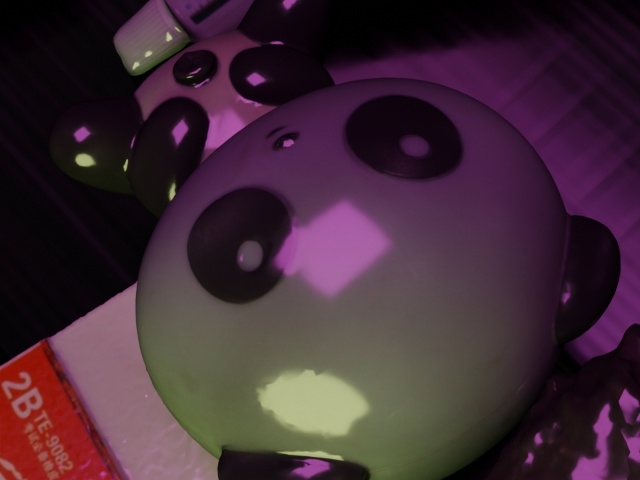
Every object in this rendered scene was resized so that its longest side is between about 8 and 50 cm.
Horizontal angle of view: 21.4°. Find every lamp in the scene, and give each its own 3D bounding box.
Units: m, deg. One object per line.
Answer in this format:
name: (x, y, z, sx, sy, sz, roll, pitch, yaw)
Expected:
lamp: (0.000, 0.000, 0.755, 0.197, 0.198, 0.244, -36, 57, -6)

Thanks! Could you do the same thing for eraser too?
eraser: (-0.141, 0.142, 0.792, 0.230, 0.038, 0.157, -32, 65, -3)

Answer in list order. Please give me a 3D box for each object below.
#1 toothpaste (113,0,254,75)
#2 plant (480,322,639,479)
toothpaste: (0.044, -0.198, 0.824, 0.392, 0.061, 0.099, -34, 56, 22)
plant: (0.160, 0.110, 0.666, 0.181, 0.194, 0.321, 38, 81, 18)
